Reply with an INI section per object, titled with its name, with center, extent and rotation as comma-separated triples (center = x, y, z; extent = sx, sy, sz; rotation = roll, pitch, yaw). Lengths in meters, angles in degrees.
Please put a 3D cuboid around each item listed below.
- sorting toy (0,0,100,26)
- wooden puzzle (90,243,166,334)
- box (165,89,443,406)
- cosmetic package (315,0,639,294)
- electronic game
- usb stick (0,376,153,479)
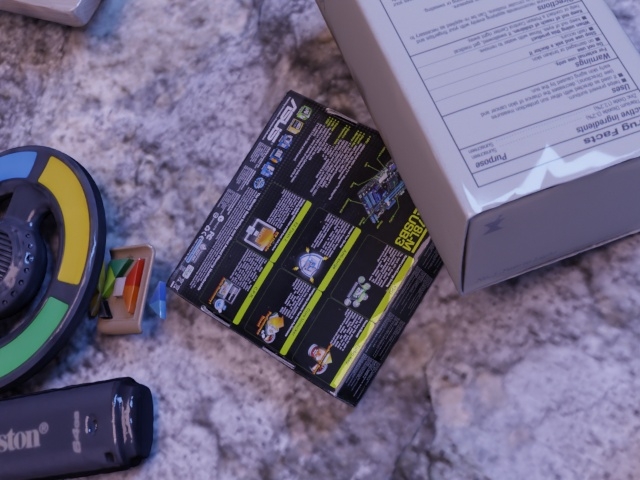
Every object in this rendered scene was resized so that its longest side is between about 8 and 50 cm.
[sorting toy]
center = -0.285, -0.350, 1.084
extent = 0.257, 0.089, 0.255
rotation = 16, 68, 23
[wooden puzzle]
center = -0.161, 0.040, 0.938
extent = 0.116, 0.014, 0.078
rotation = -16, 67, 47
[box]
center = 0.000, 0.000, 0.881
extent = 0.184, 0.045, 0.191
rotation = 29, 85, 29
[cosmetic package]
center = 0.108, -0.136, 0.810
extent = 0.160, 0.113, 0.309
rotation = -18, 62, -7
[electronic game]
center = -0.278, 0.024, 0.998
extent = 0.229, 0.048, 0.229
rotation = -12, 64, 27
[usb stick]
center = -0.263, 0.166, 0.947
extent = 0.278, 0.045, 0.077
rotation = -12, 66, 22
